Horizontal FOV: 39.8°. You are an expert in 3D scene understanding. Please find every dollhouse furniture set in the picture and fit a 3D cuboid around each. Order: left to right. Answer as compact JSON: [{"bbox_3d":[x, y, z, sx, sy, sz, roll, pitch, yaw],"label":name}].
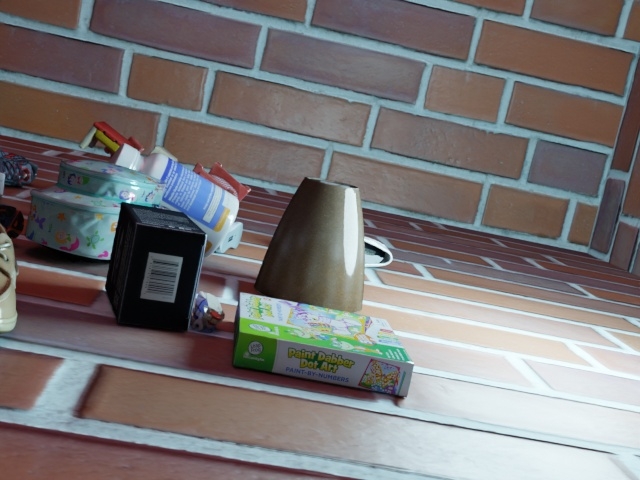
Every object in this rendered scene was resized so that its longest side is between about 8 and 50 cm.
[{"bbox_3d":[-0.375,-0.179,2.175,0.374,0.152,0.201,39,9,-1],"label":"dollhouse furniture set"}]

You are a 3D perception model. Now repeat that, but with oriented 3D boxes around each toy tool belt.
[{"bbox_3d":[-0.172,0.117,1.332,0.052,0.051,0.083,26,15,-24],"label":"toy tool belt"}]

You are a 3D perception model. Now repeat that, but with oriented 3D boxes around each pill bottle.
[{"bbox_3d":[-0.322,-0.090,1.858,0.272,0.152,0.152,31,1,-20],"label":"pill bottle"}]

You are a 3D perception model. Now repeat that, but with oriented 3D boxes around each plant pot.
[{"bbox_3d":[0.000,0.000,1.705,0.215,0.231,0.215,12,8,-2],"label":"plant pot"}]

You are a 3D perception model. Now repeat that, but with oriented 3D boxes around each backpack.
[{"bbox_3d":[-0.416,-0.050,1.647,0.225,0.191,0.253,15,14,16],"label":"backpack"}]

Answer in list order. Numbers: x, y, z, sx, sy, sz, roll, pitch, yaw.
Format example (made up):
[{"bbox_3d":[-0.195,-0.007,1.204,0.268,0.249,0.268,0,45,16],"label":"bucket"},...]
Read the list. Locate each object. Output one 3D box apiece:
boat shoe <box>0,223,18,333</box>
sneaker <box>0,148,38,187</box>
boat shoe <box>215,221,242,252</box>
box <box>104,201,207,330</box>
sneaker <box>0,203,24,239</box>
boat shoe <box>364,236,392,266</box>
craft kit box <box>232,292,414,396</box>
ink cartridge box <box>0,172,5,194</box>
[{"bbox_3d":[-0.465,0.038,1.175,0.121,0.110,0.341,8,9,-24],"label":"boat shoe"},{"bbox_3d":[-0.810,-0.191,2.296,0.125,0.104,0.262,14,8,0],"label":"sneaker"},{"bbox_3d":[-0.239,-0.016,2.051,0.083,0.065,0.183,15,9,9],"label":"boat shoe"},{"bbox_3d":[-0.257,0.035,1.358,0.108,0.153,0.207,9,9,-20],"label":"box"},{"bbox_3d":[-0.652,-0.034,1.583,0.221,0.083,0.087,11,-8,-36],"label":"sneaker"},{"bbox_3d":[0.059,0.012,2.197,0.258,0.095,0.084,8,5,-20],"label":"boat shoe"},{"bbox_3d":[-0.005,0.148,1.308,0.246,0.061,0.250,8,8,-7],"label":"craft kit box"},{"bbox_3d":[-0.850,-0.132,2.086,0.189,0.066,0.232,8,-12,-22],"label":"ink cartridge box"}]
